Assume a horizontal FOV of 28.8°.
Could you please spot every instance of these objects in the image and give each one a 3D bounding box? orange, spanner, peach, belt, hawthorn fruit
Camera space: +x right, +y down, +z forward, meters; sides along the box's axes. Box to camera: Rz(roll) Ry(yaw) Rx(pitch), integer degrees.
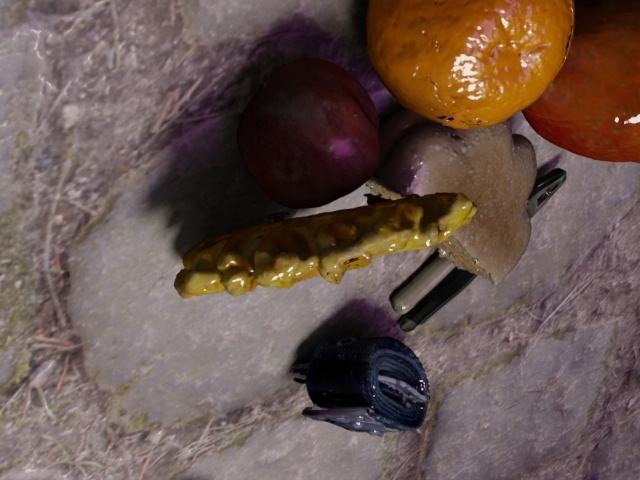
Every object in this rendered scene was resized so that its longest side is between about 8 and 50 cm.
[{"bbox_3d":[0.153,-0.226,1.296,0.219,0.193,0.219,-7,103,-30],"label":"orange"},{"bbox_3d":[0.225,0.005,1.733,0.325,0.040,0.095,-41,145,-13],"label":"spanner"},{"bbox_3d":[-0.015,-0.117,1.272,0.152,0.152,0.152,-30,141,-28],"label":"peach"},{"bbox_3d":[0.052,0.192,1.645,0.218,0.128,0.122,33,58,-58],"label":"belt"},{"bbox_3d":[0.351,-0.203,1.420,0.258,0.258,0.262,-39,-174,-17],"label":"hawthorn fruit"}]

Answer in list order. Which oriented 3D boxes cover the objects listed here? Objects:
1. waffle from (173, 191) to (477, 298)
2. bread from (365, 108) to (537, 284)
[{"bbox_3d":[0.000,0.000,1.282,0.325,0.302,0.068,-12,94,-21],"label":"waffle"},{"bbox_3d":[0.183,-0.075,1.544,0.183,0.102,0.337,-55,142,-2],"label":"bread"}]
